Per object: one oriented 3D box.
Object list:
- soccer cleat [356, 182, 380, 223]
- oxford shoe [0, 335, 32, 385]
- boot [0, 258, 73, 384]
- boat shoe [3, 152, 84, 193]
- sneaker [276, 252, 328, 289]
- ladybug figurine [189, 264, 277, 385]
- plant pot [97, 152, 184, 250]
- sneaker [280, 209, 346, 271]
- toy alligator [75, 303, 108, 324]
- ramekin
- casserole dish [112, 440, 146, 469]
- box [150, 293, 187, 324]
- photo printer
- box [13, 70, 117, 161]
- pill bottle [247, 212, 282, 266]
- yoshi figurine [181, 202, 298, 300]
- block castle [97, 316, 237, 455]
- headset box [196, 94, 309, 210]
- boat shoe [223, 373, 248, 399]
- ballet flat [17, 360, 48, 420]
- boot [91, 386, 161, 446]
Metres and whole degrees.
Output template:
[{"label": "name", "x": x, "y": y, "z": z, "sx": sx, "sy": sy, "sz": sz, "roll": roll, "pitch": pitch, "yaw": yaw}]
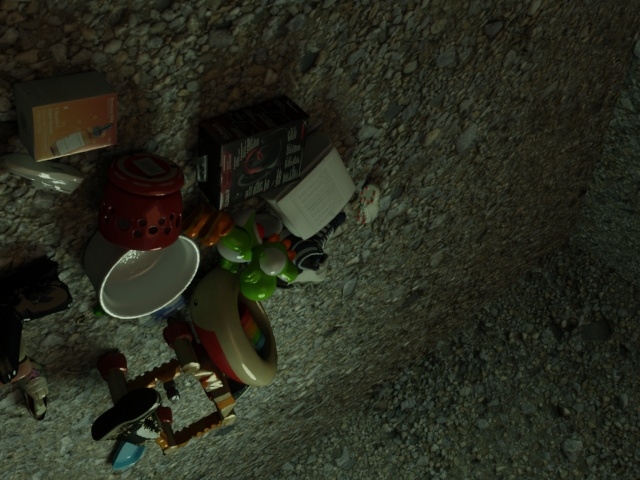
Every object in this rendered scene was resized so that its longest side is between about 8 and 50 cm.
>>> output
[{"label": "soccer cleat", "x": 0.173, "y": -0.135, "z": 2.340, "sx": 0.076, "sy": 0.068, "sz": 0.196, "roll": -32, "pitch": 155, "yaw": -29}, {"label": "oxford shoe", "x": -0.881, "y": 0.286, "z": 1.566, "sx": 0.397, "sy": 0.140, "sz": 0.146, "roll": -14, "pitch": 108, "yaw": -34}, {"label": "boot", "x": -0.670, "y": 0.181, "z": 1.580, "sx": 0.207, "sy": 0.246, "sz": 0.094, "roll": -18, "pitch": -178, "yaw": -34}, {"label": "boat shoe", "x": -0.585, "y": -0.134, "z": 1.439, "sx": 0.063, "sy": 0.066, "sz": 0.184, "roll": -54, "pitch": 158, "yaw": 14}, {"label": "sneaker", "x": -0.098, "y": 0.078, "z": 2.244, "sx": 0.330, "sy": 0.122, "sz": 0.146, "roll": 4, "pitch": 107, "yaw": -51}, {"label": "ladybug figurine", "x": -0.266, "y": 0.276, "z": 2.100, "sx": 0.162, "sy": 0.305, "sz": 0.449, "roll": -15, "pitch": 124, "yaw": 13}, {"label": "plant pot", "x": -0.408, "y": -0.095, "z": 1.572, "sx": 0.191, "sy": 0.191, "sz": 0.174, "roll": -16, "pitch": 133, "yaw": -39}, {"label": "sneaker", "x": 0.000, "y": 0.000, "z": 2.203, "sx": 0.282, "sy": 0.153, "sz": 0.099, "roll": -25, "pitch": 145, "yaw": -29}, {"label": "toy alligator", "x": -0.568, "y": 0.178, "z": 1.842, "sx": 0.190, "sy": 0.051, "sz": 0.056, "roll": -40, "pitch": 149, "yaw": -8}, {"label": "ramekin", "x": -0.458, "y": 0.052, "z": 1.740, "sx": 0.277, "sy": 0.135, "sz": 0.277, "roll": -30, "pitch": 147, "yaw": -22}, {"label": "casserole dish", "x": -0.671, "y": 0.733, "z": 2.417, "sx": 0.114, "sy": 0.037, "sz": 0.188, "roll": -2, "pitch": 129, "yaw": -49}, {"label": "box", "x": -0.459, "y": 0.160, "z": 1.960, "sx": 0.109, "sy": 0.042, "sz": 0.178, "roll": -37, "pitch": 149, "yaw": -12}, {"label": "photo printer", "x": -0.025, "y": -0.147, "z": 2.035, "sx": 0.256, "sy": 0.107, "sz": 0.307, "roll": -45, "pitch": 150, "yaw": -5}, {"label": "box", "x": -0.501, "y": -0.248, "z": 1.362, "sx": 0.170, "sy": 0.091, "sz": 0.130, "roll": -21, "pitch": 142, "yaw": -34}, {"label": "pill bottle", "x": -0.175, "y": 0.015, "z": 2.062, "sx": 0.103, "sy": 0.103, "sz": 0.184, "roll": -23, "pitch": 144, "yaw": -32}, {"label": "yoshi figurine", "x": -0.218, "y": 0.056, "z": 1.897, "sx": 0.203, "sy": 0.203, "sz": 0.362, "roll": -27, "pitch": 136, "yaw": 30}, {"label": "block castle", "x": -0.466, "y": 0.453, "z": 2.159, "sx": 0.303, "sy": 0.213, "sz": 0.453, "roll": -27, "pitch": 141, "yaw": -7}, {"label": "headset box", "x": -0.186, "y": -0.220, "z": 1.754, "sx": 0.293, "sy": 0.110, "sz": 0.218, "roll": -25, "pitch": 145, "yaw": -30}, {"label": "boat shoe", "x": -0.286, "y": 0.462, "z": 2.458, "sx": 0.113, "sy": 0.127, "sz": 0.340, "roll": -20, "pitch": 153, "yaw": -55}, {"label": "ballet flat", "x": -0.771, "y": 0.415, "z": 1.865, "sx": 0.077, "sy": 0.079, "sz": 0.221, "roll": -22, "pitch": 143, "yaw": -32}, {"label": "boot", "x": -0.507, "y": 0.505, "z": 1.953, "sx": 0.236, "sy": 0.085, "sz": 0.178, "roll": -34, "pitch": 144, "yaw": 13}]
